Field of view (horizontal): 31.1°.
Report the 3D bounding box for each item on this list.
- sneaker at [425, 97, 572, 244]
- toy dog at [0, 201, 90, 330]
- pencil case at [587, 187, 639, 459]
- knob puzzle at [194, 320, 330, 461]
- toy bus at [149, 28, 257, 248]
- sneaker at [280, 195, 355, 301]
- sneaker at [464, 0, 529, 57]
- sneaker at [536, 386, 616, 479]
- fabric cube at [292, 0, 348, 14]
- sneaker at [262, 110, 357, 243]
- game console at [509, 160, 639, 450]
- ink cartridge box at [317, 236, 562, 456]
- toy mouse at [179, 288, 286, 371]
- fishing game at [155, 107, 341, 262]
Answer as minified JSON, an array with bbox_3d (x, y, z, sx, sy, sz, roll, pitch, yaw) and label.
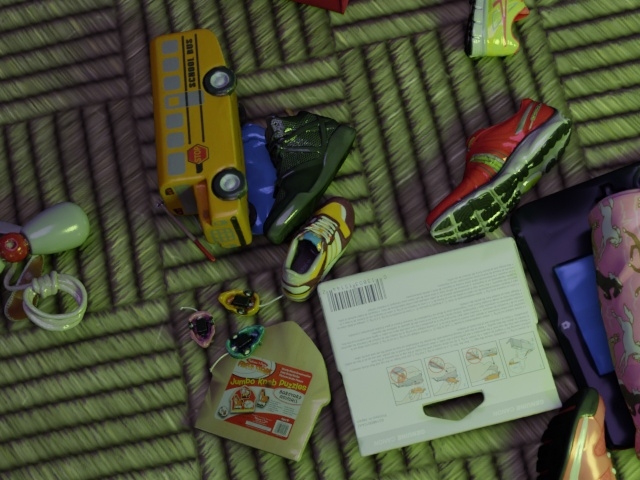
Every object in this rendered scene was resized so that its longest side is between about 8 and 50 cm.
[{"bbox_3d":[0.253,-0.105,1.729,0.279,0.107,0.118,-42,57,-12],"label":"sneaker"},{"bbox_3d":[-0.509,0.060,1.711,0.334,0.161,0.220,-4,70,-13],"label":"toy dog"},{"bbox_3d":[0.478,0.113,1.557,0.160,0.167,0.386,-1,74,-23],"label":"pencil case"},{"bbox_3d":[-0.071,0.209,1.669,0.213,0.030,0.213,-8,61,15],"label":"knob puzzle"},{"bbox_3d":[-0.176,-0.151,1.708,0.130,0.108,0.332,-8,63,2],"label":"toy bus"},{"bbox_3d":[0.000,0.000,1.694,0.070,0.084,0.185,21,63,11],"label":"sneaker"},{"bbox_3d":[0.284,-0.380,1.810,0.094,0.081,0.208,9,81,-1],"label":"sneaker"},{"bbox_3d":[0.371,0.362,1.577,0.136,0.116,0.313,12,78,-7],"label":"sneaker"},{"bbox_3d":[-0.055,-0.542,1.780,0.258,0.259,0.254,16,74,8],"label":"fabric cube"},{"bbox_3d":[-0.051,-0.103,1.710,0.130,0.087,0.227,28,66,6],"label":"sneaker"},{"bbox_3d":[0.499,0.072,1.665,0.342,0.060,0.386,-19,73,-2],"label":"game console"},{"bbox_3d":[0.168,0.154,1.658,0.296,0.066,0.261,-14,73,0],"label":"ink cartridge box"},{"bbox_3d":[-0.139,0.138,1.686,0.161,0.031,0.143,4,55,12],"label":"toy mouse"},{"bbox_3d":[-0.115,-0.090,1.765,0.264,0.041,0.189,-40,75,-17],"label":"fishing game"}]
